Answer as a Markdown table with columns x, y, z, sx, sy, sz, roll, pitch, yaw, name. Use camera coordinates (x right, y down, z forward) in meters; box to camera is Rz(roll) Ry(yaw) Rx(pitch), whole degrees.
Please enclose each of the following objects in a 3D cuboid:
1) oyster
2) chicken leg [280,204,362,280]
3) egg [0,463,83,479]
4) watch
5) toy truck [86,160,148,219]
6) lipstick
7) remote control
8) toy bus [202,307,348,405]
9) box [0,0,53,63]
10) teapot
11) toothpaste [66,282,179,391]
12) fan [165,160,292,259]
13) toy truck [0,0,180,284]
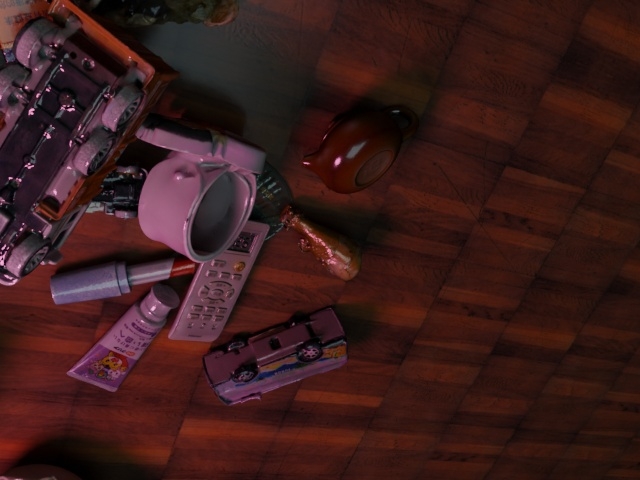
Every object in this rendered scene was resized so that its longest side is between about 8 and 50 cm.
| x | y | z | sx | sy | sz | roll | pitch | yaw | name |
| --- | --- | --- | --- | --- | --- | --- | --- | --- | --- |
| -0.263 | -0.378 | 0.981 | 0.295 | 0.094 | 0.166 | -22 | 133 | -20 | oyster |
| 0.001 | 0.000 | 1.349 | 0.207 | 0.101 | 0.085 | 39 | 100 | -17 | chicken leg |
| -0.610 | 0.631 | 1.399 | 0.279 | 0.278 | 0.336 | -21 | 123 | -6 | egg |
| -0.230 | -0.091 | 1.123 | 0.244 | 0.196 | 0.231 | -7 | 123 | -65 | watch |
| -0.418 | -0.094 | 1.128 | 0.227 | 0.114 | 0.097 | 2 | 98 | -21 | toy truck |
| -0.375 | 0.070 | 1.268 | 0.274 | 0.061 | 0.068 | -10 | 99 | -11 | lipstick |
| -0.215 | 0.080 | 1.336 | 0.109 | 0.055 | 0.312 | 11 | 117 | -35 | remote control |
| -0.097 | 0.266 | 1.465 | 0.317 | 0.112 | 0.137 | -18 | 134 | -7 | toy bus |
| -0.416 | -0.299 | 1.030 | 0.152 | 0.070 | 0.237 | -15 | 125 | -11 | box |
| 0.078 | -0.191 | 1.242 | 0.252 | 0.135 | 0.178 | -34 | 162 | -19 | teapot |
| -0.401 | 0.209 | 1.349 | 0.114 | 0.073 | 0.299 | 30 | 115 | -31 | toothpaste |
| -0.175 | -0.042 | 1.305 | 0.223 | 0.012 | 0.294 | 13 | 115 | -27 | fan |
| -0.376 | -0.135 | 0.943 | 0.173 | 0.207 | 0.387 | 38 | 104 | -3 | toy truck |
